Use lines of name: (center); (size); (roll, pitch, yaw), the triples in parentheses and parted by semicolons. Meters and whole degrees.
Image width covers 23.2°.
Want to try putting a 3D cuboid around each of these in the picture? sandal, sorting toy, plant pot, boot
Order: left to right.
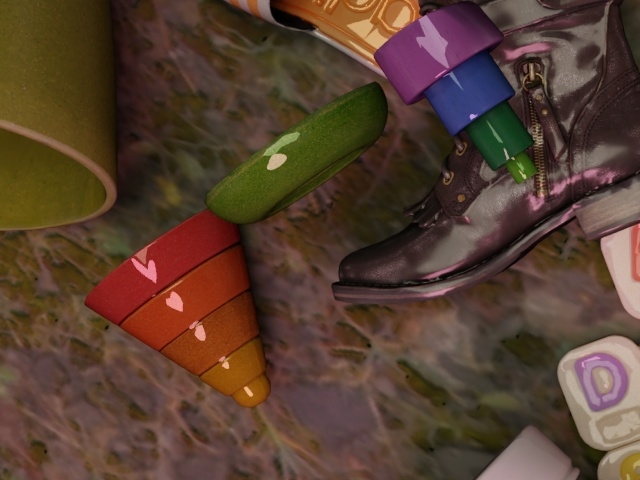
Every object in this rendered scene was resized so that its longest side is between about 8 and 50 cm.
plant pot: (-0.251, -0.185, 1.022); (0.275, 0.275, 0.293); (2, 74, 15)
sorting toy: (0.000, 0.000, 0.947); (0.365, 0.127, 0.126); (-37, 86, 41)
sandal: (0.002, -0.182, 1.030); (0.265, 0.076, 0.102); (29, 95, 13)
boot: (0.096, -0.094, 0.985); (0.263, 0.091, 0.229); (-22, 90, 11)

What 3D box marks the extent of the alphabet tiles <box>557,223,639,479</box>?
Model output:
alphabet tiles: (0.302, 0.091, 0.977); (0.284, 0.021, 0.278); (-21, 84, 14)

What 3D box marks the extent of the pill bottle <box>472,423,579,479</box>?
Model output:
pill bottle: (0.197, 0.273, 0.911); (0.334, 0.188, 0.188); (44, 99, 10)
